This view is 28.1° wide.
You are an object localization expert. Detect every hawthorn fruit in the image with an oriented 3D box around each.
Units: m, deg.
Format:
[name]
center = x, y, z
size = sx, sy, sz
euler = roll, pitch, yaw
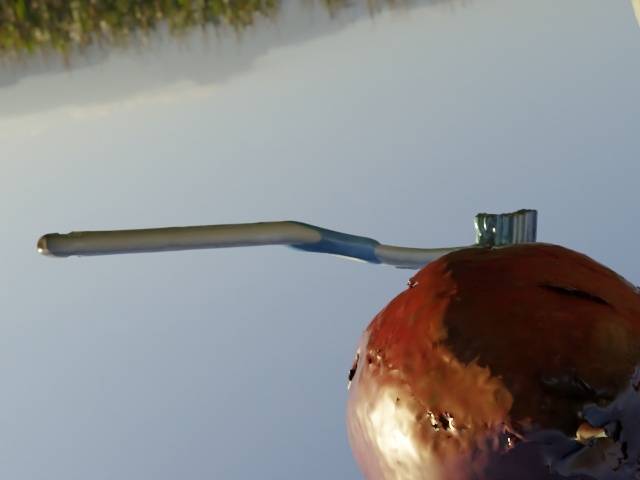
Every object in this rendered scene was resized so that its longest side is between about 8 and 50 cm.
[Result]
[hawthorn fruit]
center = 0.107, 0.084, 0.607
size = 0.181, 0.181, 0.235
euler = -16, 172, -12

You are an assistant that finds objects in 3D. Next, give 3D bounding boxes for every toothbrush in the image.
[toothbrush]
center = 0.000, 0.005, 0.831
size = 0.386, 0.040, 0.040
euler = -3, -174, -34

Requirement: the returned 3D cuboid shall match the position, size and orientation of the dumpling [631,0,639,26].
[dumpling]
center = 0.191, -0.099, 0.518
size = 0.118, 0.199, 0.136
euler = -4, 167, 32
